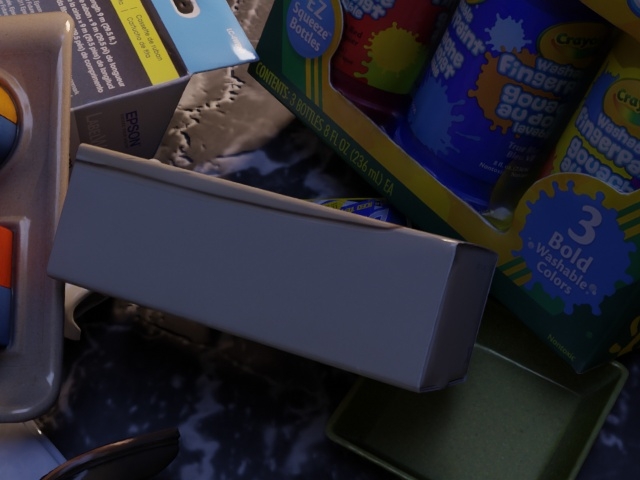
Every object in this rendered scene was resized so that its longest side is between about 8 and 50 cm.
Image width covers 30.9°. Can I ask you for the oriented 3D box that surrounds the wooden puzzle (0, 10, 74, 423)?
[{"bbox_3d":[-0.365,-0.027,0.933,0.322,0.080,0.347,-2,75,11],"label":"wooden puzzle"}]

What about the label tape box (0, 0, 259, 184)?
[{"bbox_3d":[-0.266,-0.178,1.139,0.348,0.115,0.249,-18,56,-18],"label":"label tape box"}]

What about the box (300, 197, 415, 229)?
[{"bbox_3d":[0.000,0.000,1.045,0.169,0.054,0.059,-2,52,-3],"label":"box"}]

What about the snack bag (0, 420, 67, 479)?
[{"bbox_3d":[-0.291,0.279,0.832,0.323,0.037,0.342,-35,61,-26],"label":"snack bag"}]

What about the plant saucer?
[{"bbox_3d":[0.127,0.140,0.946,0.188,0.045,0.188,27,56,17],"label":"plant saucer"}]

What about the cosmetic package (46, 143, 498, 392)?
[{"bbox_3d":[-0.035,0.020,0.902,0.309,0.160,0.113,14,91,19],"label":"cosmetic package"}]

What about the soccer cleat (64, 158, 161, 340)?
[{"bbox_3d":[-0.189,0.007,1.032,0.076,0.068,0.196,34,59,4],"label":"soccer cleat"}]

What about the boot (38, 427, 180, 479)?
[{"bbox_3d":[-0.184,0.218,0.835,0.219,0.082,0.106,-23,81,-26],"label":"boot"}]

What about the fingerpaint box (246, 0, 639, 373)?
[{"bbox_3d":[0.180,-0.179,0.967,0.163,0.371,0.445,-13,49,-46],"label":"fingerpaint box"}]
